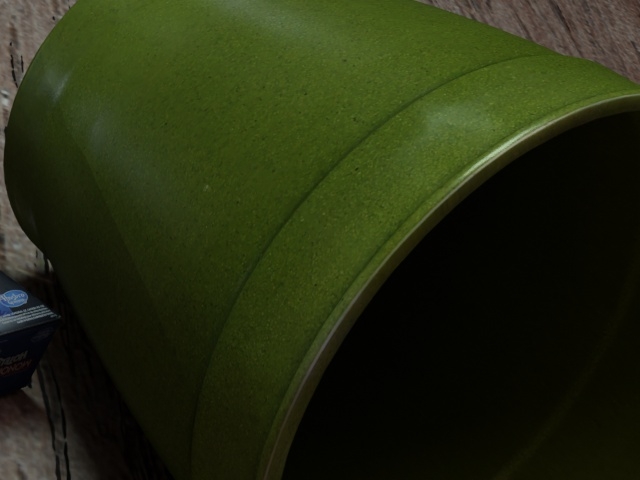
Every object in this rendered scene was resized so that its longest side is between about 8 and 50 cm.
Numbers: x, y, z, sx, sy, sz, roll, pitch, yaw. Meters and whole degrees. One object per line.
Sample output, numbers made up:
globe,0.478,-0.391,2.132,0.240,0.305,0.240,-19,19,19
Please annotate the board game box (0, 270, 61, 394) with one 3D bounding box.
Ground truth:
board game box,-0.281,0.020,1.084,0.194,0.060,0.194,43,30,22

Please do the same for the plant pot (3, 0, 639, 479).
plant pot,0.000,0.000,1.140,0.366,0.366,0.353,-2,31,-46
